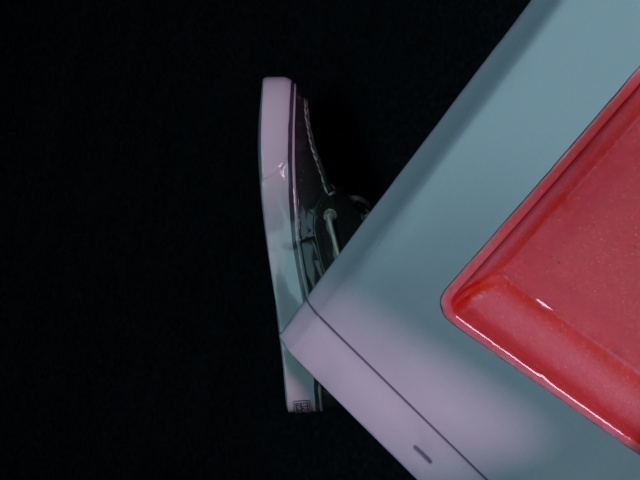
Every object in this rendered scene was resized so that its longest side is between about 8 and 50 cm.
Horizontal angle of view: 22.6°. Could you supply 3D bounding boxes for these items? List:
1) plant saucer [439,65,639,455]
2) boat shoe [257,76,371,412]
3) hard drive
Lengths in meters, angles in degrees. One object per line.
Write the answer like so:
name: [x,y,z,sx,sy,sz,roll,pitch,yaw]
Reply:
plant saucer: [0.234,0.007,0.771,0.259,0.047,0.258,35,116,-8]
boat shoe: [0.000,0.000,1.040,0.070,0.078,0.219,-7,87,-1]
hard drive: [0.157,0.004,0.882,0.233,0.047,0.353,44,115,16]
